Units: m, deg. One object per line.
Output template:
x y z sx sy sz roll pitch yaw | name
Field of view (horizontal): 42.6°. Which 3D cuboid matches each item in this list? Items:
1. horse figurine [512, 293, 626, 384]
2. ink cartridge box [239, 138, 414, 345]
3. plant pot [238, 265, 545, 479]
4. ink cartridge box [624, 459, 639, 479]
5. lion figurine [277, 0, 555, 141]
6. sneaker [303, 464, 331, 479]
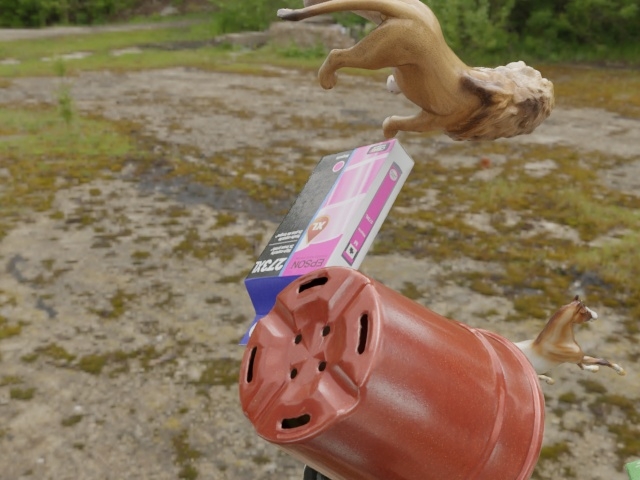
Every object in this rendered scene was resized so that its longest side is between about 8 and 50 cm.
0.363 0.198 1.345 0.174 0.263 0.066 35 44 -28 | horse figurine
0.000 0.000 1.275 0.176 0.069 0.370 -7 45 45 | ink cartridge box
0.069 0.172 0.932 0.265 0.272 0.272 36 -2 -37 | plant pot
0.542 0.398 1.147 0.160 0.092 0.219 -24 29 19 | ink cartridge box
0.146 -0.241 1.138 0.240 0.142 0.392 1 -13 41 | lion figurine
0.124 0.349 1.146 0.292 0.110 0.118 13 11 29 | sneaker
